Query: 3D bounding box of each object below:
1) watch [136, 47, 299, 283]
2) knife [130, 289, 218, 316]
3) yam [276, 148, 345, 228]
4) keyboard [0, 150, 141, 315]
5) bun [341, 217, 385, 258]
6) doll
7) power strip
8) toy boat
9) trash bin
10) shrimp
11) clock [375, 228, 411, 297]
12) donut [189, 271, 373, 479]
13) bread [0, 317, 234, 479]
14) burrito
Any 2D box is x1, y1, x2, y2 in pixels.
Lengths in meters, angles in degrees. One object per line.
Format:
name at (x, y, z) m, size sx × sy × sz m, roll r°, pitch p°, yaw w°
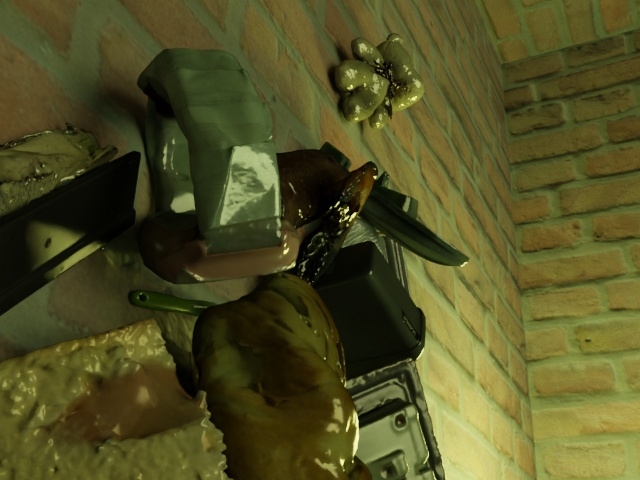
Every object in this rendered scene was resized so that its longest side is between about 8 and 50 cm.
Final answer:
watch at (-0.126, -0.091, 0.890) m, size 0.162 × 0.253 × 0.241 m, roll -6°, pitch 100°, yaw -25°
knife at (-0.167, 0.080, 0.973) m, size 0.184 × 0.026 × 0.022 m, roll 20°, pitch 58°, yaw -60°
yam at (-0.058, -0.070, 1.164) m, size 0.280 × 0.131 × 0.131 m, roll -33°, pitch 110°, yaw -67°
keyboard at (-0.258, 0.000, 0.760) m, size 0.309 × 0.018 × 0.100 m, roll -50°, pitch 156°, yaw -60°
bun at (0.041, 0.028, 1.370) m, size 0.141 × 0.083 × 0.140 m, roll 3°, pitch 84°, yaw -28°
doll at (0.126, -0.330, 1.690) m, size 0.278 × 0.149 × 0.175 m, roll -36°, pitch 146°, yaw -51°
power strip at (0.081, 0.329, 1.189) m, size 0.251 × 0.092 × 0.256 m, roll -17°, pitch 94°, yaw -22°
toy boat at (0.126, -0.056, 1.400) m, size 0.320 × 0.092 × 0.141 m, roll 37°, pitch 4°, yaw 9°
trash bin at (0.062, 0.122, 1.285) m, size 0.236 × 0.177 × 0.101 m, roll 58°, pitch 28°, yaw -35°
shrimp at (0.000, 0.000, 1.127) m, size 0.290 × 0.054 × 0.222 m, roll -53°, pitch 175°, yaw -18°
clock at (0.101, 0.083, 1.502) m, size 0.186 × 0.083 × 0.253 m, roll 0°, pitch 80°, yaw -67°
donut at (-0.037, 0.219, 0.892) m, size 0.360 × 0.170 × 0.360 m, roll 164°, pitch -90°, yaw -80°
bread at (-0.218, 0.184, 0.748) m, size 0.211 × 0.224 × 0.183 m, roll 159°, pitch -85°, yaw -72°
burrito at (-0.278, -0.063, 0.747) m, size 0.229 × 0.058 × 0.063 m, roll -46°, pitch 127°, yaw -59°
